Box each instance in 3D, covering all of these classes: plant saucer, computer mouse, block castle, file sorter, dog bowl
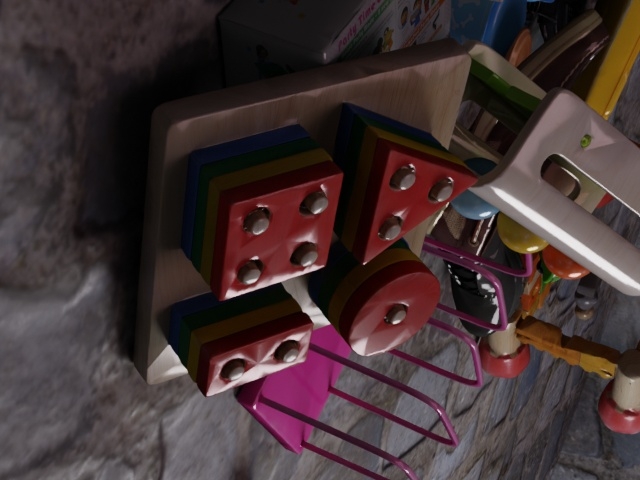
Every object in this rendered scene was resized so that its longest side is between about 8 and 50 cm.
[{"bbox_3d":[0.259,-0.237,1.694,0.083,0.013,0.083,-52,154,-38],"label":"plant saucer"},{"bbox_3d":[0.283,-0.288,1.682,0.242,0.041,0.071,1,93,-61],"label":"computer mouse"},{"bbox_3d":[0.464,0.059,2.087,0.453,0.303,0.213,-57,158,-26],"label":"block castle"},{"bbox_3d":[0.081,0.095,1.327,0.291,0.182,0.202,-63,159,-15],"label":"file sorter"},{"bbox_3d":[0.204,-0.293,1.416,0.297,0.074,0.166,-57,156,-28],"label":"dog bowl"}]

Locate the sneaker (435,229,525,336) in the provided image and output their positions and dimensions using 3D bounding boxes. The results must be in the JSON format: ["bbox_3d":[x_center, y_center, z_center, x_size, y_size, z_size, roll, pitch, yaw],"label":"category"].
[{"bbox_3d":[0.198,0.011,1.684,0.130,0.109,0.286,-38,134,-44],"label":"sneaker"}]

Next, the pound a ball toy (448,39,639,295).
[{"bbox_3d":[0.202,-0.058,1.198,0.319,0.208,0.136,29,98,-44],"label":"pound a ball toy"}]

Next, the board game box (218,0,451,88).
[{"bbox_3d":[0.022,-0.116,1.097,0.224,0.097,0.303,-53,155,-36],"label":"board game box"}]

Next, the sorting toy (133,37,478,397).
[{"bbox_3d":[0.000,0.000,0.969,0.255,0.089,0.257,-17,138,-29],"label":"sorting toy"}]

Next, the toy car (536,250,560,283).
[{"bbox_3d":[0.312,-0.047,1.737,0.239,0.053,0.225,109,-20,-61],"label":"toy car"}]

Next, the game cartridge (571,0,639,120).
[{"bbox_3d":[0.423,-0.315,1.809,0.285,0.052,0.324,-70,177,-57],"label":"game cartridge"}]

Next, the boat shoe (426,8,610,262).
[{"bbox_3d":[0.228,-0.103,1.429,0.342,0.123,0.123,-54,171,36],"label":"boat shoe"}]
